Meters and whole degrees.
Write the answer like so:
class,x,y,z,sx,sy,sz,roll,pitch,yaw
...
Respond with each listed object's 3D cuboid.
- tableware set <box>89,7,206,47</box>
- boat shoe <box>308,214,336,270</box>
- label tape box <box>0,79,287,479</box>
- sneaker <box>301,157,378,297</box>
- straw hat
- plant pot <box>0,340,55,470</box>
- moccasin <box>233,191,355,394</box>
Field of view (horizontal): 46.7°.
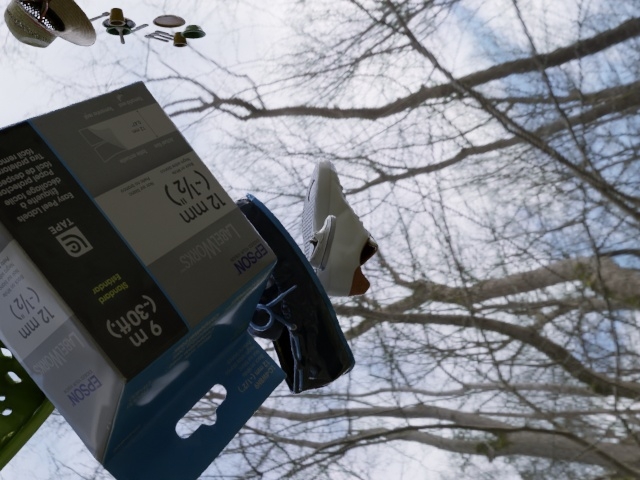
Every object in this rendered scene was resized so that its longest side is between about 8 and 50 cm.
class,x,y,z,sx,sy,sz,roll,pitch,yaw
tableware set,-0.248,-0.307,1.082,0.154,0.104,0.024,1,-96,-52
boat shoe,0.000,0.000,1.177,0.035,0.035,0.100,18,-117,-7
label tape box,-0.165,0.040,0.698,0.347,0.115,0.249,51,-145,-2
sneaker,0.035,-0.019,1.315,0.123,0.106,0.290,8,-126,-14
straw hat,-0.363,-0.282,0.942,0.144,0.061,0.144,42,-159,-21
plant pot,-0.476,0.157,0.881,0.227,0.207,0.228,-55,-29,-56
moccasin,-0.052,0.095,1.005,0.117,0.138,0.342,-33,-58,-11
